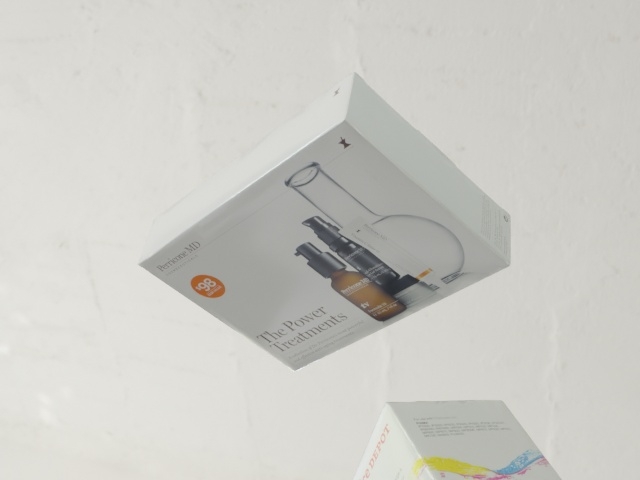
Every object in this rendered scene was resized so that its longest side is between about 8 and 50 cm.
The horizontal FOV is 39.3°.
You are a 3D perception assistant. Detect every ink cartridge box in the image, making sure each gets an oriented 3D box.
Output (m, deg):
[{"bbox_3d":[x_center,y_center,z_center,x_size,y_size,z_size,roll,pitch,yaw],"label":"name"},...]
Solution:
[{"bbox_3d":[0.119,0.233,0.732,0.127,0.176,0.128,4,-58,-27],"label":"ink cartridge box"}]

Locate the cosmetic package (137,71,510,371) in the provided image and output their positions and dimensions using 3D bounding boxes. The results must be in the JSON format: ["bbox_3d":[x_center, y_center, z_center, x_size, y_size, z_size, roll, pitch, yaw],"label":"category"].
[{"bbox_3d":[0.000,0.000,1.118,0.284,0.097,0.377,39,-50,-24],"label":"cosmetic package"}]
